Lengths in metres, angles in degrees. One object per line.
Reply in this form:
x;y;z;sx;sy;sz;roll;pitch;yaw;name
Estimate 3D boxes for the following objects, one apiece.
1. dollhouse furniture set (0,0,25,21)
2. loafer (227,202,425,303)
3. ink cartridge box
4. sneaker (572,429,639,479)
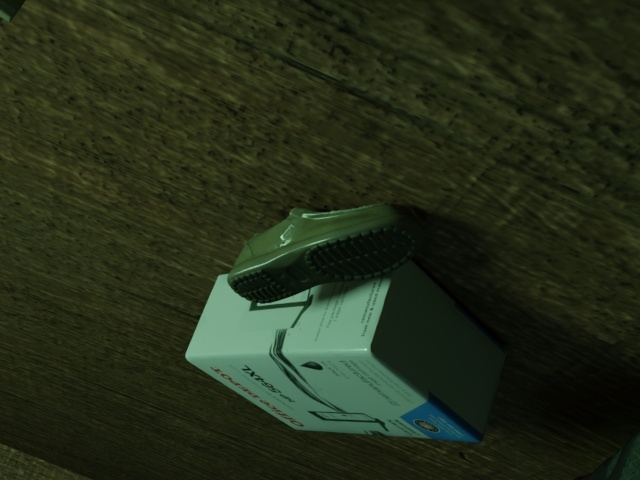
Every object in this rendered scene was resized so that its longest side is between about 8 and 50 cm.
-0.175;-0.128;0.336;0.161;0.181;0.101;32;151;-21;dollhouse furniture set
0.000;0.000;0.603;0.148;0.050;0.056;-16;142;27;loafer
0.017;0.089;0.711;0.203;0.085;0.148;-10;141;44;ink cartridge box
0.244;0.232;0.650;0.185;0.202;0.482;56;165;26;sneaker
